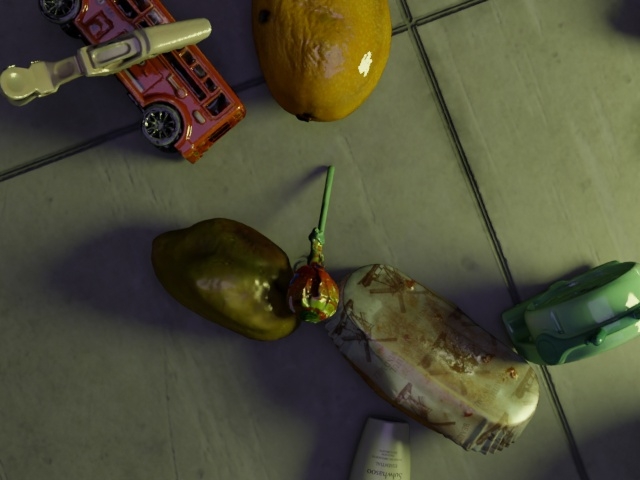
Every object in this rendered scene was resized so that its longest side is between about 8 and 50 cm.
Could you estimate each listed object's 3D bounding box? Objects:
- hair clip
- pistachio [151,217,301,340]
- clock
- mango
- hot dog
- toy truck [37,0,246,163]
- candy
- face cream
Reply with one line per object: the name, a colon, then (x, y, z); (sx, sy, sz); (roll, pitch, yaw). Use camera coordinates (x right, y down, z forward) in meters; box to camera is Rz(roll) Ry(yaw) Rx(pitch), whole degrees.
hair clip: (-0.220, -0.185, 1.016); (0.226, 0.072, 0.034); (-18, 95, 0)
pistachio: (-0.100, 0.042, 1.108); (0.189, 0.110, 0.100); (34, 119, -3)
clock: (0.294, 0.076, 1.077); (0.159, 0.211, 0.066); (-25, 91, -5)
mango: (0.003, -0.259, 1.120); (0.157, 0.109, 0.262); (5, 84, 6)
hot dog: (0.119, 0.129, 1.117); (0.268, 0.075, 0.144); (41, 63, 4)
toy truck: (-0.196, -0.207, 1.105); (0.114, 0.107, 0.252); (-38, 91, 0)
candy: (0.000, 0.000, 1.116); (0.060, 0.060, 0.201); (10, 61, -3)
face cream: (0.064, 0.292, 1.139); (0.072, 0.051, 0.182); (9, 89, -7)
